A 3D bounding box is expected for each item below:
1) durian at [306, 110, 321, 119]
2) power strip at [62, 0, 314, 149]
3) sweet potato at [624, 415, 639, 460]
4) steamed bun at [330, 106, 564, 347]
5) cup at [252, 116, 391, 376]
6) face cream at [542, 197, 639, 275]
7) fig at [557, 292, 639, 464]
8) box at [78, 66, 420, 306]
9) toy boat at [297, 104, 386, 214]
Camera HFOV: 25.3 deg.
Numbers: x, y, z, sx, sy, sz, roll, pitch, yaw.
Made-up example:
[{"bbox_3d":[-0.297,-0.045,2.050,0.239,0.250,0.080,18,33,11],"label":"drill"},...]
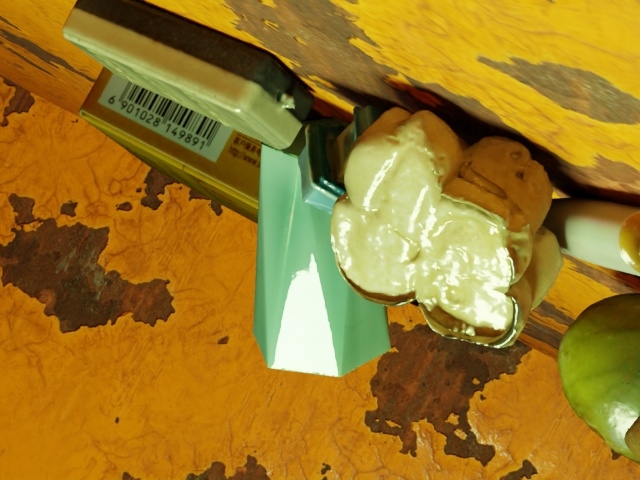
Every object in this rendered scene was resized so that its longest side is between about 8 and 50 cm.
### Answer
[{"bbox_3d":[-0.034,-0.134,1.474,0.130,0.052,0.066,33,-147,-20],"label":"durian"},{"bbox_3d":[-0.126,-0.166,1.363,0.257,0.070,0.105,24,175,32],"label":"power strip"},{"bbox_3d":[0.441,0.190,1.213,0.385,0.109,0.109,5,164,31],"label":"sweet potato"},{"bbox_3d":[0.105,-0.025,1.141,0.177,0.106,0.192,15,126,31],"label":"steamed bun"},{"bbox_3d":[0.000,0.000,1.436,0.134,0.235,0.148,-8,-155,-16],"label":"cup"},{"bbox_3d":[0.230,-0.004,1.117,0.072,0.051,0.182,25,179,-21],"label":"face cream"},{"bbox_3d":[0.338,0.135,1.408,0.191,0.181,0.181,-17,143,42],"label":"fig"},{"bbox_3d":[-0.047,-0.074,1.671,0.415,0.115,0.264,27,175,17],"label":"box"},{"bbox_3d":[0.097,-0.048,1.273,0.238,0.098,0.109,21,-137,-28],"label":"toy boat"}]
